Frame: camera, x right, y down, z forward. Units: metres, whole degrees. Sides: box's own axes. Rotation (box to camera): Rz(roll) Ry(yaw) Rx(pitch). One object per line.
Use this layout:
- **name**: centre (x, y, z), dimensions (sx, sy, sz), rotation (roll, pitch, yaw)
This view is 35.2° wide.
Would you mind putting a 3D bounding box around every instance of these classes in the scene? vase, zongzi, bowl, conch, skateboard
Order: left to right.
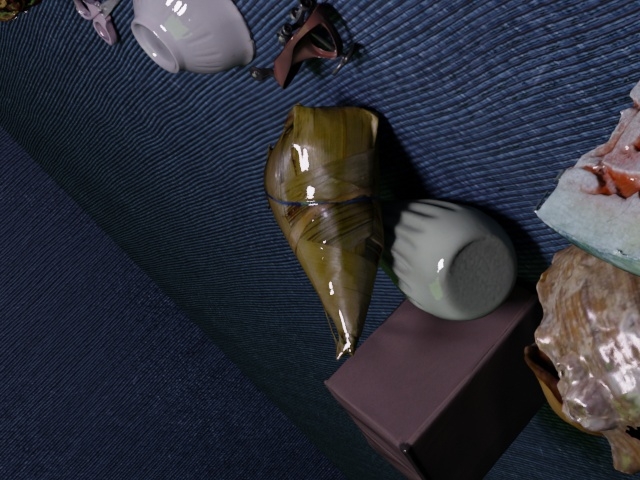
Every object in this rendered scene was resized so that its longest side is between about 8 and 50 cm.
- **bowl**: centre (-0.177, -0.265, 1.255), dimensions (0.189, 0.086, 0.189), rotation (40, 163, 14)
- **skateboard**: centre (-0.014, -0.203, 1.085), dimensions (0.080, 0.067, 0.151), rotation (36, 160, -8)
- **zongzi**: centre (0.000, 0.000, 1.208), dimensions (0.260, 0.122, 0.289), rotation (148, 119, -75)
- **vase**: centre (0.123, 0.009, 1.175), dimensions (0.128, 0.128, 0.248), rotation (52, 171, -25)
- **conch**: centre (0.336, 0.120, 0.830), dimensions (0.297, 0.210, 0.352), rotation (33, 172, -24)

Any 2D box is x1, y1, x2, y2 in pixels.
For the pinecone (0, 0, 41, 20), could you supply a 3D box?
- **pinecone**: centre (-0.466, -0.397, 1.368), dimensions (0.221, 0.221, 0.221), rotation (39, 163, 15)

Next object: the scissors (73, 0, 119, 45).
- **scissors**: centre (-0.324, -0.346, 1.515), dimensions (0.100, 0.015, 0.189), rotation (51, 161, -17)

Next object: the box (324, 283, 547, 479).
- **box**: centre (0.159, 0.168, 1.234), dimensions (0.153, 0.252, 0.188), rotation (30, 159, 42)

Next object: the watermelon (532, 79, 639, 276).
- **watermelon**: centre (0.303, -0.058, 0.618), dimensions (0.261, 0.201, 0.213), rotation (3, -175, -32)

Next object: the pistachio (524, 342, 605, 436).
- **pistachio**: centre (0.298, 0.142, 1.047), dimensions (0.165, 0.131, 0.210), rotation (8, -157, -11)
